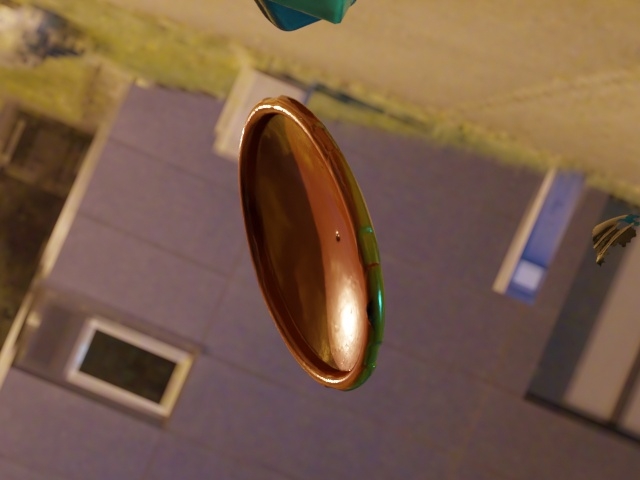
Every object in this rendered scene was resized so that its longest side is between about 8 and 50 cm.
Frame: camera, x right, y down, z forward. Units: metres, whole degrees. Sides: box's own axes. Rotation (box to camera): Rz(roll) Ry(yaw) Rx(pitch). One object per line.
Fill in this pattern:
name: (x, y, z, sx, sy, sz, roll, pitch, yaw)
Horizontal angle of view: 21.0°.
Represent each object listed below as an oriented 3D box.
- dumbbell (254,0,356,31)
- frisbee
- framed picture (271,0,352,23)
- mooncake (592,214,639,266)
dumbbell: (0.083, -0.259, 1.098, 0.316, 0.156, 0.143, -21, 175, 11)
frisbee: (0.000, 0.000, 1.085, 0.035, 0.192, 0.192, -16, -164, -23)
framed picture: (-0.044, -0.239, 0.775, 0.247, 0.335, 0.022, 20, 138, 9)
mooncake: (0.262, -0.027, 0.871, 0.150, 0.057, 0.347, -8, 169, -46)
